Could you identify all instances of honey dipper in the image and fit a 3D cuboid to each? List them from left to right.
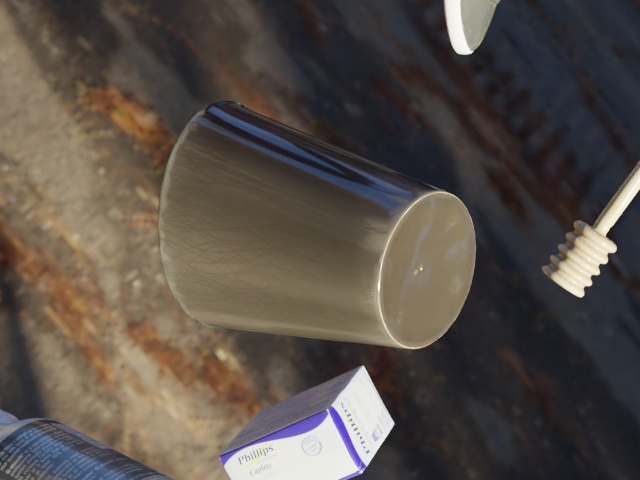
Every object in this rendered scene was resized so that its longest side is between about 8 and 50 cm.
[{"bbox_3d":[0.187,-0.039,0.989,0.030,0.161,0.030,34,7,-5],"label":"honey dipper"}]

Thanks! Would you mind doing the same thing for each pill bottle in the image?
[{"bbox_3d":[-0.229,0.254,1.512,0.278,0.162,0.162,21,6,31],"label":"pill bottle"}]

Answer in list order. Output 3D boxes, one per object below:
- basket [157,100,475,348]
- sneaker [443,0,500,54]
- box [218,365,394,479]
[{"bbox_3d":[0.000,0.000,1.387,0.154,0.226,0.204,-27,120,-43],"label":"basket"},{"bbox_3d":[0.227,-0.334,1.827,0.146,0.296,0.104,16,15,16],"label":"sneaker"},{"bbox_3d":[-0.011,0.193,1.640,0.072,0.126,0.137,62,21,-5],"label":"box"}]
